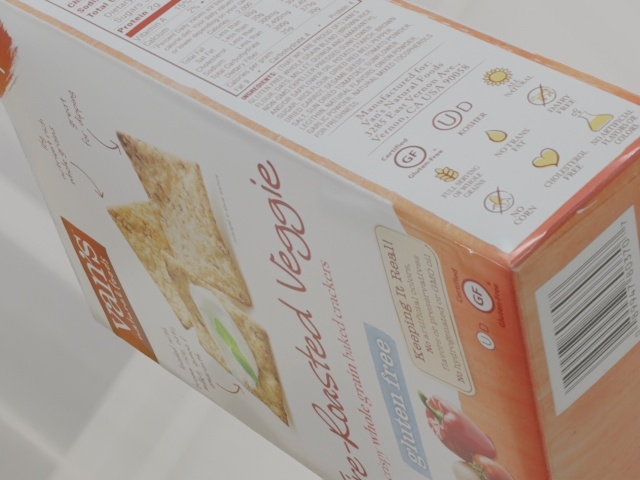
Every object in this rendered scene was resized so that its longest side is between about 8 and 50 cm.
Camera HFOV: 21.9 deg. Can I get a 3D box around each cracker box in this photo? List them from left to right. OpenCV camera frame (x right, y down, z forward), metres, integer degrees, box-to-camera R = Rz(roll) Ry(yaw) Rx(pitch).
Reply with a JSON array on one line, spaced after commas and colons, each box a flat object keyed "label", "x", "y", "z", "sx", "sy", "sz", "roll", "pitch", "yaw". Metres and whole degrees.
[{"label": "cracker box", "x": 0.000, "y": 0.000, "z": 0.487, "sx": 0.067, "sy": 0.156, "sz": 0.232, "roll": -39, "pitch": 46, "yaw": -24}]
